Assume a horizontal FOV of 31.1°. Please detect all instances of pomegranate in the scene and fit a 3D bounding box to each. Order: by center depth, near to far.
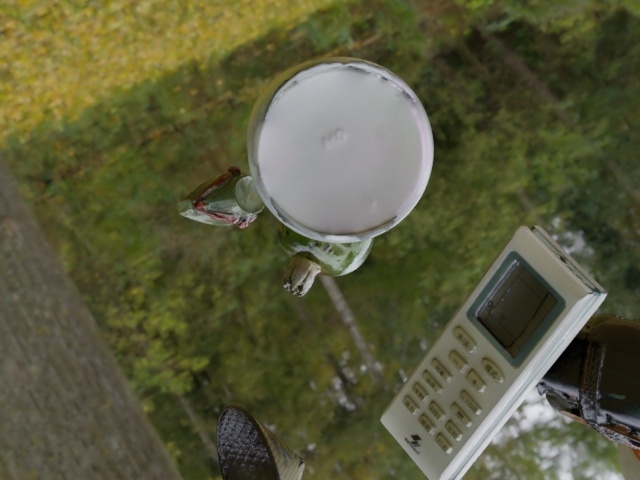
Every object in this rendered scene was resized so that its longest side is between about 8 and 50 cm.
[{"bbox_3d":[0.000,0.000,1.962,0.210,0.180,0.180,-66,-164,-19],"label":"pomegranate"}]

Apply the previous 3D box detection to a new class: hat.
[{"bbox_3d":[-0.057,0.289,1.444,0.082,0.193,0.193,-14,175,-27],"label":"hat"}]

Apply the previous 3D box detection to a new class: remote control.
[{"bbox_3d":[0.169,0.122,1.176,0.055,0.103,0.277,-3,133,-48],"label":"remote control"}]

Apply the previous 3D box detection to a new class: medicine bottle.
[{"bbox_3d":[0.012,-0.123,1.451,0.213,0.214,0.379,-29,-171,0],"label":"medicine bottle"}]

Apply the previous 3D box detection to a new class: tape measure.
[{"bbox_3d":[0.341,0.153,1.224,0.202,0.135,0.223,13,170,28],"label":"tape measure"}]

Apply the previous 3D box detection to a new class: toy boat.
[{"bbox_3d":[-0.127,-0.059,1.625,0.071,0.089,0.185,-11,-179,26],"label":"toy boat"}]

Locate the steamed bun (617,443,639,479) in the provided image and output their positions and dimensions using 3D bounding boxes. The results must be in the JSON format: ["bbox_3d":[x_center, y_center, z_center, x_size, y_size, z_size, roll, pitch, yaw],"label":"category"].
[{"bbox_3d":[0.488,0.258,1.485,0.232,0.232,0.145,-27,139,30],"label":"steamed bun"}]
